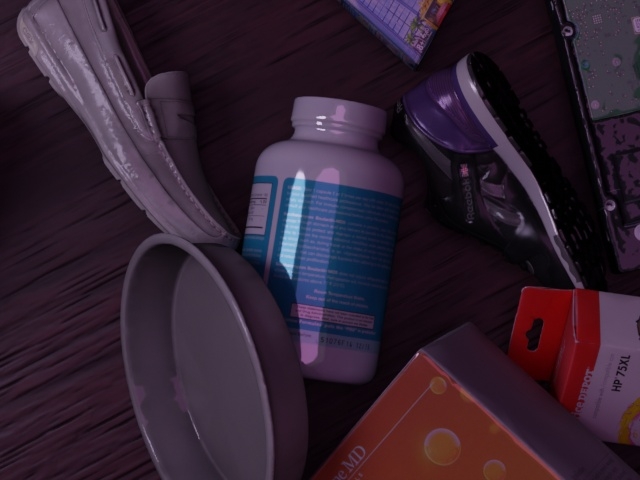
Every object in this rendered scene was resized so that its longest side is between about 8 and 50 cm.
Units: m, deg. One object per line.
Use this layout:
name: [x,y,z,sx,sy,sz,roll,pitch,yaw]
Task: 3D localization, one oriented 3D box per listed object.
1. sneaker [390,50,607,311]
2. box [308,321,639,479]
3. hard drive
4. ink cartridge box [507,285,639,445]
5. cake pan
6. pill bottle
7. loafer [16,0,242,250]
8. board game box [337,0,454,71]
sneaker: [0.173,-0.036,1.821,0.124,0.107,0.283,-29,93,25]
box: [0.176,0.275,1.700,0.345,0.168,0.215,42,108,11]
hard drive: [0.362,-0.155,1.829,0.237,0.064,0.339,-14,88,-1]
ink cartridge box: [0.296,0.125,1.773,0.231,0.078,0.134,7,132,0]
cake pan: [-0.098,0.132,1.721,0.054,0.293,0.293,-13,87,-29]
pill bottle: [0.000,0.000,1.778,0.146,0.146,0.264,9,87,0]
loafer: [-0.169,-0.121,1.803,0.111,0.112,0.319,-36,87,6]
board game box: [0.057,-0.299,1.838,0.194,0.060,0.194,29,87,1]
